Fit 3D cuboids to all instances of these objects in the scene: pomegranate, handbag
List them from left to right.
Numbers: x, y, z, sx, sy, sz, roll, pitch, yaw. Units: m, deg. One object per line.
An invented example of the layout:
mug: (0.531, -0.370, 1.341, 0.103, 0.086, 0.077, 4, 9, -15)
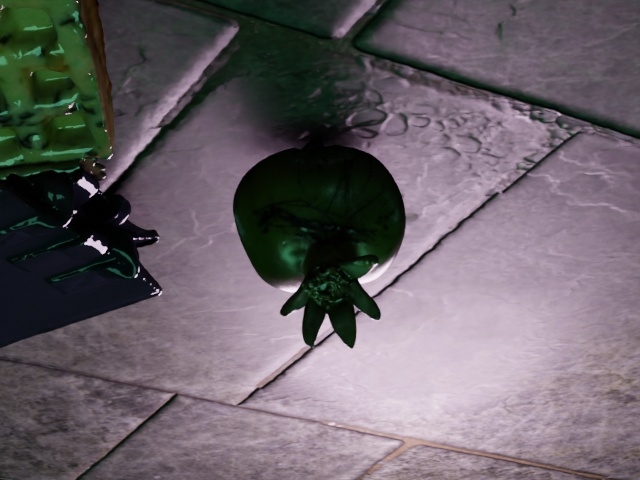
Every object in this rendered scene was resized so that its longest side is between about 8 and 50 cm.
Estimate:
handbag: (-0.332, 0.004, 1.559, 0.329, 0.122, 0.303, -17, 157, 16)
pomegranate: (0.000, 0.000, 1.531, 0.152, 0.191, 0.131, -8, 133, 7)

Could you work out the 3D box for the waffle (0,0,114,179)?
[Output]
waffle: (-0.289, -0.186, 1.202, 0.261, 0.114, 0.376, -9, 144, -5)
